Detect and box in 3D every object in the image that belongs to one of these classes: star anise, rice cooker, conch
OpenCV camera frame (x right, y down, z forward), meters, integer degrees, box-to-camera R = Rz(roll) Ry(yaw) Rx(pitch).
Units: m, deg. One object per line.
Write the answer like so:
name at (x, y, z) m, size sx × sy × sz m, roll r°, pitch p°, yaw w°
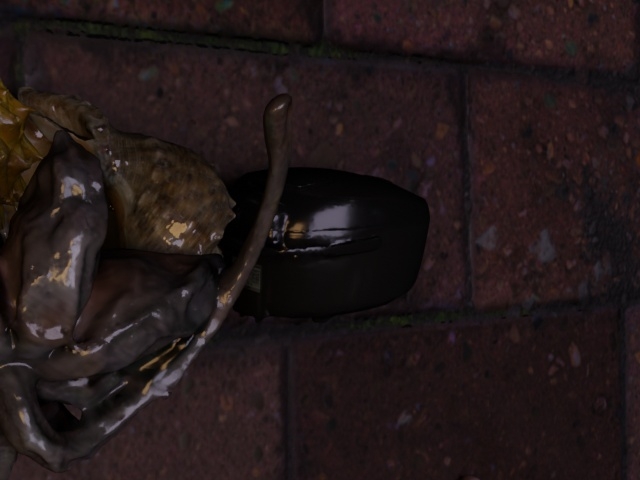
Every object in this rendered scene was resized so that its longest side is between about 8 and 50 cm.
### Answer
star anise at (-0.194, 0.051, 0.867) m, size 0.316 × 0.139 × 0.359 m, roll 6°, pitch 117°, yaw -31°
rice cooker at (-0.001, 0.000, 1.124) m, size 0.203 × 0.142 × 0.118 m, roll -7°, pitch 106°, yaw -39°
conch at (-0.158, -0.023, 0.986) m, size 0.207 × 0.130 × 0.155 m, roll 45°, pitch 56°, yaw -12°

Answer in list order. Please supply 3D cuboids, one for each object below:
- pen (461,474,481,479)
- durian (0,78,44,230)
pen at (0.113, 0.317, 1.299) m, size 0.053 × 0.032 × 0.197 m, roll 49°, pitch 58°, yaw -32°
durian at (-0.282, -0.074, 0.879) m, size 0.224 × 0.078 × 0.140 m, roll 36°, pitch 109°, yaw -27°
